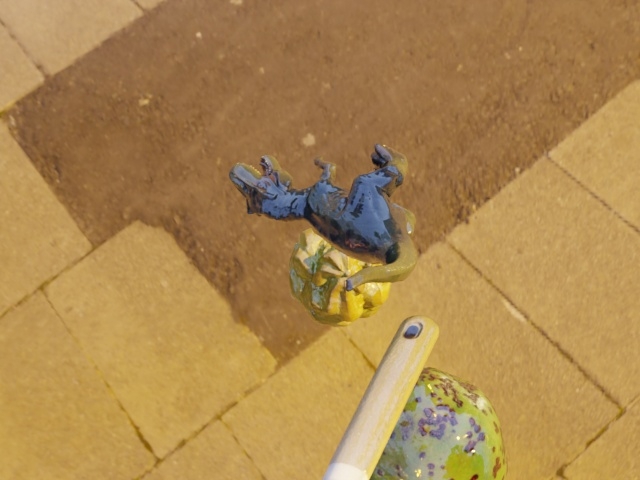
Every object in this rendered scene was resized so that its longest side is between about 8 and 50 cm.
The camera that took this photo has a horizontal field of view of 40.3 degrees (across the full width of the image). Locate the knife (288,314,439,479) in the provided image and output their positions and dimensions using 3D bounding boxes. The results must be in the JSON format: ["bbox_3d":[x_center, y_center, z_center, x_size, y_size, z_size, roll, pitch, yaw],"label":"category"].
[{"bbox_3d":[-0.003,0.139,0.464,0.047,0.017,0.298,10,41,24],"label":"knife"}]

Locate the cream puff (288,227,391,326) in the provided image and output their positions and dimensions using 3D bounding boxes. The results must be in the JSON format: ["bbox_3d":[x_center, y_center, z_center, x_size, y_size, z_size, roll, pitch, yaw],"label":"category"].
[{"bbox_3d":[0.024,0.049,1.197,0.156,0.156,0.121,16,68,17],"label":"cream puff"}]

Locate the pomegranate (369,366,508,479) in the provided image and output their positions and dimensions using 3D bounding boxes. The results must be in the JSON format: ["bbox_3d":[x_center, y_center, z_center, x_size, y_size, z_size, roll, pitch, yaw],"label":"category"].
[{"bbox_3d":[0.171,0.312,1.359,0.254,0.254,0.270,-2,26,9],"label":"pomegranate"}]

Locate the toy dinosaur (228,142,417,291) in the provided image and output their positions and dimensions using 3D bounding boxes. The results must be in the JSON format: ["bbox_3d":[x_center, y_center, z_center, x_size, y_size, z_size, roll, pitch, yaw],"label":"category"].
[{"bbox_3d":[0.000,0.000,0.678,0.187,0.087,0.179,8,40,30],"label":"toy dinosaur"}]
